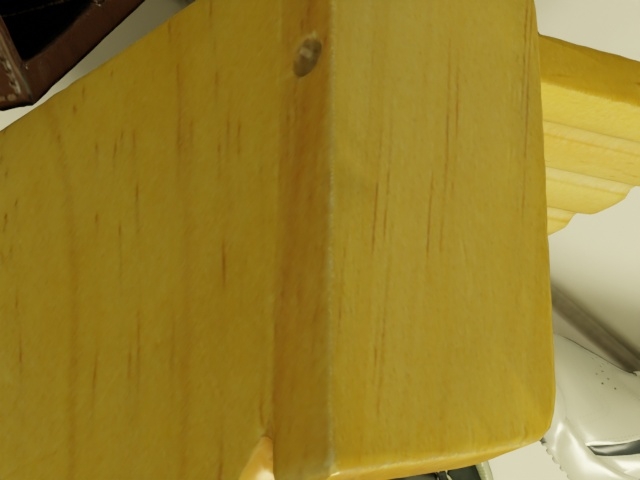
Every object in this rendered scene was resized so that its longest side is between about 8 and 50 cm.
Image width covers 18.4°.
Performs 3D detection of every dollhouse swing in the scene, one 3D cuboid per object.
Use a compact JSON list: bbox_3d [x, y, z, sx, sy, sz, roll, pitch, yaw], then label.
[{"bbox_3d":[-0.006,0.064,0.871,0.305,0.315,0.346,26,141,-37],"label":"dollhouse swing"}]

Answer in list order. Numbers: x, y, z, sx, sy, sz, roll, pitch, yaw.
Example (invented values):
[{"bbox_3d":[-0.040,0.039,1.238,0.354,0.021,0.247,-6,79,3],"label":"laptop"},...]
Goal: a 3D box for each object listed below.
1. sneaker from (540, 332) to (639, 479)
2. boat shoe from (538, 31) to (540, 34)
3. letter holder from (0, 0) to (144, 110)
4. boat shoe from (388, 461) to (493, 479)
[{"bbox_3d":[0.227,0.096,1.105,0.235,0.094,0.153,42,112,-16],"label":"sneaker"},{"bbox_3d":[0.027,-0.194,0.946,0.340,0.127,0.158,41,121,-15],"label":"boat shoe"},{"bbox_3d":[-0.257,-0.164,0.925,0.301,0.152,0.214,-9,117,31],"label":"letter holder"},{"bbox_3d":[0.045,0.219,1.173,0.127,0.113,0.340,-4,117,7],"label":"boat shoe"}]
